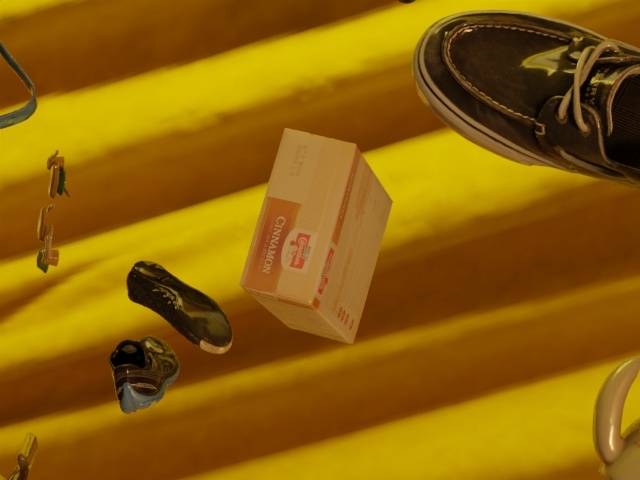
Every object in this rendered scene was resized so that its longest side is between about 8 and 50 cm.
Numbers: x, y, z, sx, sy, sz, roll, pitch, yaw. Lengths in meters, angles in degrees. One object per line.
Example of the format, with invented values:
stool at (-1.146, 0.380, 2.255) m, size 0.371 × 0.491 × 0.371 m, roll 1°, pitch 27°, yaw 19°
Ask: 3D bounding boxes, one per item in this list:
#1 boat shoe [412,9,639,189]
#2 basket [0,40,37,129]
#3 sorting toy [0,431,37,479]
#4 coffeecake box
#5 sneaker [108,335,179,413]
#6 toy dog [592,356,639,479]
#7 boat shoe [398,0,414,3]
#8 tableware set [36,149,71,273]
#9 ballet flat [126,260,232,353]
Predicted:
boat shoe at (0.226, -0.105, 1.345) m, size 0.119 × 0.335 × 0.121 m, roll 57°, pitch -125°, yaw -74°
basket at (-0.518, -0.215, 2.186) m, size 0.289 × 0.254 × 0.201 m, roll 56°, pitch 159°, yaw 25°
sorting toy at (-0.414, 0.353, 2.226) m, size 0.041 × 0.229 × 0.307 m, roll 32°, pitch 179°, yaw -6°
coffeecake box at (0.000, 0.000, 1.548) m, size 0.185 × 0.068 × 0.142 m, roll 50°, pitch -125°, yaw -72°
sneaker at (-0.221, 0.152, 2.196) m, size 0.188 × 0.067 × 0.078 m, roll -76°, pitch -31°, yaw -75°
toy dog at (0.571, 0.259, 2.191) m, size 0.395 × 0.408 × 0.284 m, roll 54°, pitch 176°, yaw 12°
boat shoe at (0.057, -0.325, 1.681) m, size 0.073 × 0.080 × 0.224 m, roll -93°, pitch -18°, yaw -51°
tableware set at (-0.347, -0.037, 2.298) m, size 0.104 × 0.024 × 0.154 m, roll 154°, pitch 120°, yaw -68°
ballet flat at (-0.154, 0.079, 1.955) m, size 0.173 × 0.057 × 0.049 m, roll 37°, pitch 130°, yaw 38°
